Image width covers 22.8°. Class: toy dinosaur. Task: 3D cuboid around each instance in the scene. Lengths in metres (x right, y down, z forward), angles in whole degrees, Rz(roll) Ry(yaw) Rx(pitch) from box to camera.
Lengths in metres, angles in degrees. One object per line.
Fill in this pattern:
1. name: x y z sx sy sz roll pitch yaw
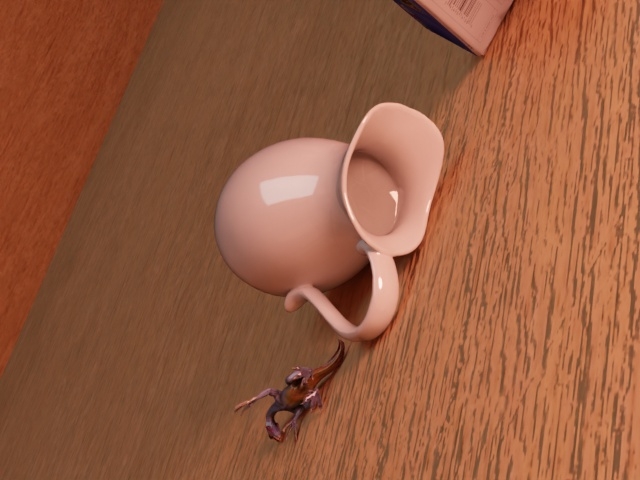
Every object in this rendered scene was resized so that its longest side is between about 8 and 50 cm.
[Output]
1. toy dinosaur: -0.018 0.126 1.228 0.090 0.047 0.082 -31 -7 -21

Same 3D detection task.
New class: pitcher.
1. pitcher: 0.000 0.000 1.235 0.207 0.125 0.178 -17 60 55

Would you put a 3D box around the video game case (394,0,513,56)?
1. video game case: 0.109 -0.293 1.163 0.244 0.061 0.269 -60 -30 2
